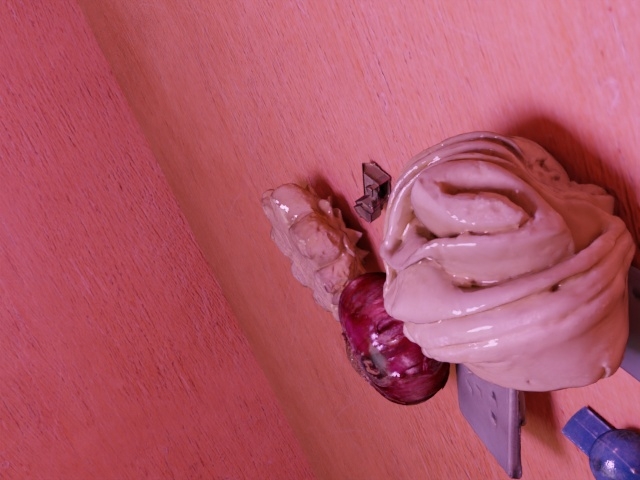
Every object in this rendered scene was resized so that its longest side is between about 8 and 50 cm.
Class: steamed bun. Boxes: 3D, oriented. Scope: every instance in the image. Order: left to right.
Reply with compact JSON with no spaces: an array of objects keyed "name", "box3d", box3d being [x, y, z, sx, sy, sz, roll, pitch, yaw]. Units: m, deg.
[{"name":"steamed bun","box3d":[0.000,0.000,1.503,0.292,0.137,0.295,62,170,-22]},{"name":"steamed bun","box3d":[0.177,0.025,0.832,0.276,0.203,0.289,-23,71,44]}]

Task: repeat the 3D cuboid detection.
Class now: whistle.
[{"name":"whistle","box3d":[0.382,0.277,1.010,0.158,0.090,0.090,43,156,42]}]

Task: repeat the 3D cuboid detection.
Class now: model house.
[{"name":"model house","box3d":[0.082,-0.081,1.282,0.058,0.057,0.083,42,157,32]}]

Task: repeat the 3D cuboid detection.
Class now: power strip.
[{"name":"power strip","box3d":[0.280,0.237,1.215,0.213,0.064,0.198,-123,23,-65]}]

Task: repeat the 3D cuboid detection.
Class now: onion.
[{"name":"onion","box3d":[0.134,0.166,1.323,0.246,0.190,0.247,157,90,-90]}]

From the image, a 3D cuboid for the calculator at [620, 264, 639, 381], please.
[{"name":"calculator","box3d":[0.341,0.084,0.876,0.246,0.045,0.141,43,155,42]}]
